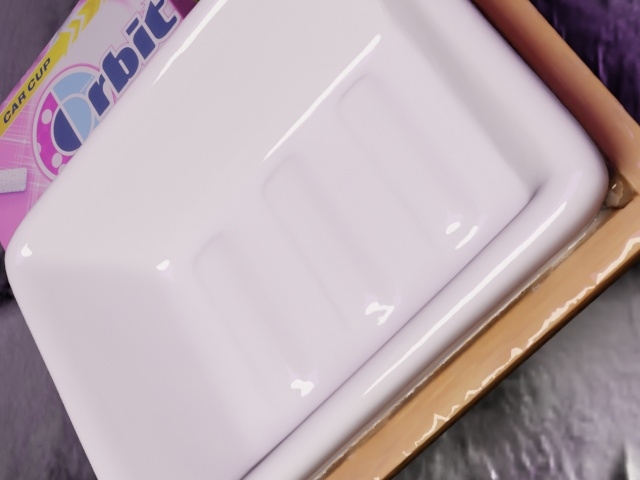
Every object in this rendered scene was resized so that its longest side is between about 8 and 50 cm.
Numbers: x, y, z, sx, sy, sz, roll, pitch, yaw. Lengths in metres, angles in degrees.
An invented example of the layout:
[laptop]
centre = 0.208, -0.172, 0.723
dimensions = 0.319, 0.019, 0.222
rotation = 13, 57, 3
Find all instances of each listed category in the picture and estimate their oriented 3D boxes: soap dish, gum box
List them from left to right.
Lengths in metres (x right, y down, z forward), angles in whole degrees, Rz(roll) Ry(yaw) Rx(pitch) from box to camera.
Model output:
[gum box]
centre = -0.124, -0.062, 0.666
dimensions = 0.188, 0.062, 0.107
rotation = -47, 58, 20
[soap dish]
centre = 0.000, 0.000, 0.531
dimensions = 0.291, 0.118, 0.229
rotation = -46, 59, 21
